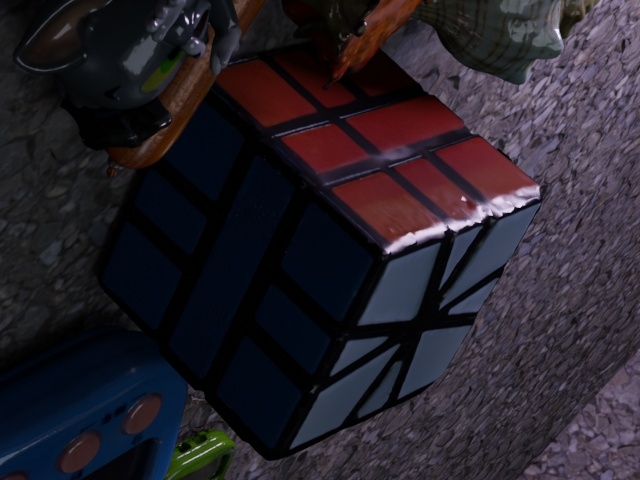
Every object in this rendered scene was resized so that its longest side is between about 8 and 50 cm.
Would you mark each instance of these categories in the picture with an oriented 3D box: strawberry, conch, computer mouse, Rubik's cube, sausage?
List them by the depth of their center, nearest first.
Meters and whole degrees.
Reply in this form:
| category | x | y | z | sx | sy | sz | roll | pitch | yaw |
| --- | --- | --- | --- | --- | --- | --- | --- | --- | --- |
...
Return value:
| category | x | y | z | sx | sy | sz | roll | pitch | yaw |
| --- | --- | --- | --- | --- | --- | --- | --- | --- | --- |
| computer mouse | -0.168 | -0.101 | 1.592 | 0.079 | 0.135 | 0.047 | -24 | 118 | -18 |
| sausage | -0.127 | -0.149 | 1.658 | 0.071 | 0.071 | 0.234 | -4 | 133 | -58 |
| strawberry | 0.068 | -0.299 | 1.664 | 0.280 | 0.150 | 0.253 | -44 | 171 | -21 |
| Rubik's cube | 0.000 | 0.000 | 1.852 | 0.293 | 0.283 | 0.288 | -18 | 143 | -45 |
| conch | 0.174 | -0.257 | 1.884 | 0.386 | 0.169 | 0.203 | -10 | 113 | -57 |

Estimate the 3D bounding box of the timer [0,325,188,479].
| category | x | y | z | sx | sy | sz | roll | pitch | yaw |
| --- | --- | --- | --- | --- | --- | --- | --- | --- | --- |
| timer | -0.296 | 0.241 | 1.950 | 0.340 | 0.115 | 0.309 | -29 | 151 | -35 |

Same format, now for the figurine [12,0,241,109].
| category | x | y | z | sx | sy | sz | roll | pitch | yaw |
| --- | --- | --- | --- | --- | --- | --- | --- | --- | --- |
| figurine | -0.125 | -0.209 | 1.489 | 0.265 | 0.140 | 0.193 | -64 | 177 | 10 |

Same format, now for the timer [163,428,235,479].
| category | x | y | z | sx | sy | sz | roll | pitch | yaw |
| --- | --- | --- | --- | --- | --- | --- | --- | --- | --- |
| timer | -0.171 | 0.292 | 2.332 | 0.140 | 0.047 | 0.128 | -25 | 151 | -40 |
